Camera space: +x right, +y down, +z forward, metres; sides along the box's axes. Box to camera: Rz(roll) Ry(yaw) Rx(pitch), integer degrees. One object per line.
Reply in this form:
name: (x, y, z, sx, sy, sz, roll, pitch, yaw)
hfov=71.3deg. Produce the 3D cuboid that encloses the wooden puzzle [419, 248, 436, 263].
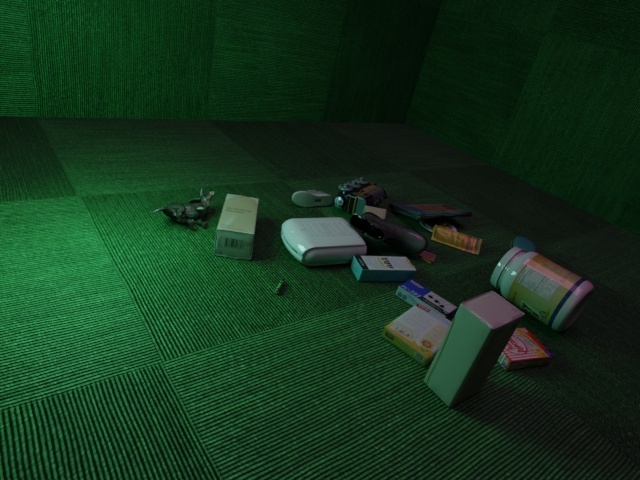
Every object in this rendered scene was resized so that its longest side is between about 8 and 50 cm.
wooden puzzle: (0.484, 0.070, 2.018, 0.079, 0.014, 0.116, 30, 33, 18)

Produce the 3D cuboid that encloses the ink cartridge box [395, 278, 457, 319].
ink cartridge box: (0.395, 0.227, 1.669, 0.207, 0.046, 0.097, 33, 33, 32)

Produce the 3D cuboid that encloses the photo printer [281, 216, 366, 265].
photo printer: (0.000, 0.000, 1.834, 0.308, 0.107, 0.256, -3, 33, -27)

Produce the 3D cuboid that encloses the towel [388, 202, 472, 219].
towel: (0.581, -0.162, 2.372, 0.371, 0.040, 0.271, -4, 17, -27)

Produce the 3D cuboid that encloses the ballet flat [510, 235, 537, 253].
ballet flat: (0.950, 0.091, 2.081, 0.123, 0.123, 0.348, 17, 26, 6)

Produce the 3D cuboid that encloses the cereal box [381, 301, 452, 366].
cereal box: (0.342, 0.308, 1.502, 0.173, 0.047, 0.240, 33, 34, 30)

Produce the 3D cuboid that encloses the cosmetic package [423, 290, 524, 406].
cosmetic package: (0.428, 0.309, 1.265, 0.160, 0.309, 0.113, -10, 37, -37)

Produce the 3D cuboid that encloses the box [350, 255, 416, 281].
box: (0.252, 0.114, 1.791, 0.245, 0.060, 0.100, 2, 31, -20)

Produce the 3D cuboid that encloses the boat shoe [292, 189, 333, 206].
boat shoe: (-0.050, -0.213, 2.232, 0.228, 0.079, 0.081, 1, 22, -31)

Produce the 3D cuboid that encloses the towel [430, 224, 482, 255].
towel: (0.664, -0.004, 2.178, 0.238, 0.021, 0.102, 19, 54, 8)

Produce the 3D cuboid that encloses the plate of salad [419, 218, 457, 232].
plate of salad: (0.612, -0.083, 2.306, 0.200, 0.048, 0.199, 10, 29, -6)

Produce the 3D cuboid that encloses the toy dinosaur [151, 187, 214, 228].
toy dinosaur: (-0.552, -0.113, 1.823, 0.314, 0.120, 0.160, -22, 33, -40)

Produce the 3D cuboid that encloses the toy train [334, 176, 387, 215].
toy train: (0.209, -0.221, 2.270, 0.190, 0.142, 0.334, 24, 29, 24)

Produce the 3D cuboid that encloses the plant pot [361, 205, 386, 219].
plant pot: (0.251, -0.086, 2.108, 0.109, 0.108, 0.096, 9, 41, -7)

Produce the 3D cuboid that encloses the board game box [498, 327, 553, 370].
board game box: (0.672, 0.371, 1.535, 0.194, 0.045, 0.146, 0, 32, -23)

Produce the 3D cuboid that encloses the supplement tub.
supplement tub: (0.865, 0.184, 1.760, 0.229, 0.228, 0.316, -13, 39, -40)

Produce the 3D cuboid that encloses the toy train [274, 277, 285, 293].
toy train: (-0.143, 0.161, 1.575, 0.017, 0.023, 0.083, 17, 29, 5)

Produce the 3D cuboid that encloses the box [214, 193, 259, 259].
box: (-0.330, -0.061, 1.785, 0.148, 0.121, 0.311, 7, 30, -10)

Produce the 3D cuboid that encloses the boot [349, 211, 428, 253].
boot: (0.290, -0.019, 1.916, 0.339, 0.118, 0.223, 22, 12, 13)
